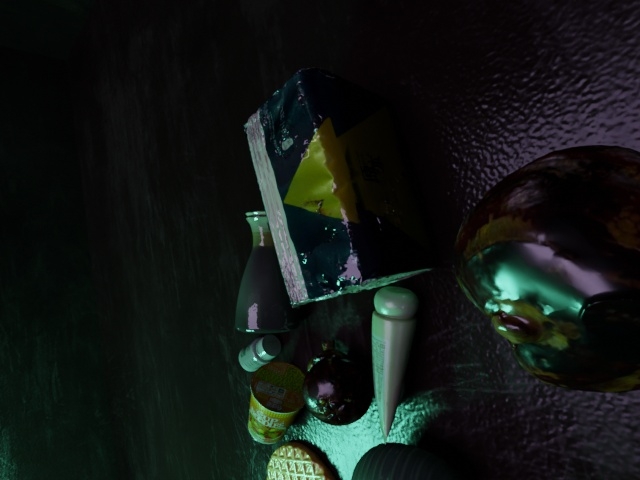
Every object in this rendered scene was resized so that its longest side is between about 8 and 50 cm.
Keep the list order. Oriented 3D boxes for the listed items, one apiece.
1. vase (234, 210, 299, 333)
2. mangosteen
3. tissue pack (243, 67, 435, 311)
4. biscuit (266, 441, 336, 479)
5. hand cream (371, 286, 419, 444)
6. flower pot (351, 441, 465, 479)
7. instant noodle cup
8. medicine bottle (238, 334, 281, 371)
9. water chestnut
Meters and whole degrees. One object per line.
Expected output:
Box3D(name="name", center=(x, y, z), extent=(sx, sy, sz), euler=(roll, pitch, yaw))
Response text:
Box3D(name="vase", center=(-0.143, 0.082, 1.115), extent=(0.173, 0.173, 0.320), euler=(-6, 82, 45))
Box3D(name="mangosteen", center=(0.040, 0.340, 0.958), extent=(0.184, 0.173, 0.172), euler=(-102, 12, -85))
Box3D(name="tissue pack", center=(0.036, -0.091, 0.842), extent=(0.253, 0.264, 0.416), euler=(-23, 76, 42))
Box3D(name="biscuit", center=(-0.078, 0.693, 1.164), extent=(0.204, 0.040, 0.308), euler=(51, 125, 30))
Box3D(name="hand cream", center=(0.145, 0.253, 0.869), extent=(0.093, 0.147, 0.305), euler=(7, 97, 1))
Box3D(name="flower pot", center=(0.169, 0.498, 0.800), extent=(0.243, 0.189, 0.157), euler=(-23, 35, 47))
Box3D(name="instant noodle cup", center=(-0.129, 0.459, 1.132), extent=(0.168, 0.169, 0.184), euler=(43, 128, 34))
Box3D(name="medicine bottle", center=(-0.179, 0.332, 1.211), extent=(0.130, 0.080, 0.080), euler=(-40, 65, 39))
Box3D(name="water chestnut", center=(0.363, 0.019, 0.545), extent=(0.335, 0.346, 0.335), euler=(27, 150, 17))
